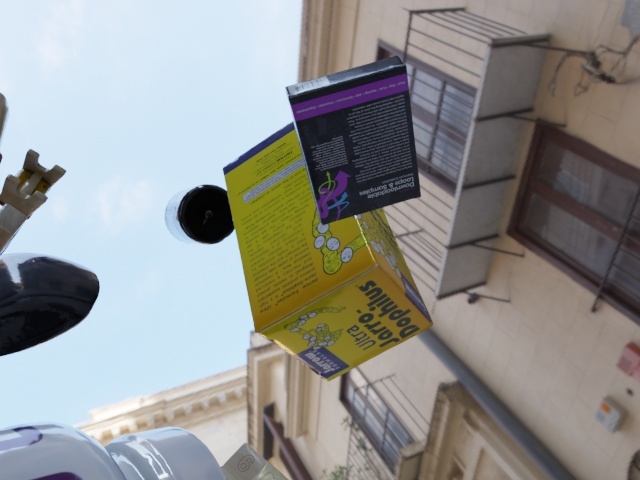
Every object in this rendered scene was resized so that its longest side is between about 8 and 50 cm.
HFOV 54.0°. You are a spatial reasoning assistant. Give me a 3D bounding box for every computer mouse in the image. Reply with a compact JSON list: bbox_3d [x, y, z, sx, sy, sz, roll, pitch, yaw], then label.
[{"bbox_3d":[-0.306,0.087,0.489,0.262,0.184,0.060,-18,-51,-13],"label":"computer mouse"}]

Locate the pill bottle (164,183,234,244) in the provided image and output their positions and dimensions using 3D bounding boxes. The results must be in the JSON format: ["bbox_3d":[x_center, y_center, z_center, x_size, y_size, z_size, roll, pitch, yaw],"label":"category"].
[{"bbox_3d":[-0.262,-0.053,1.331,0.123,0.219,0.122,0,-89,-24],"label":"pill bottle"}]

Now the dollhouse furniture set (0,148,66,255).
[{"bbox_3d":[-0.620,-0.027,1.053,0.201,0.374,0.152,35,-54,-21],"label":"dollhouse furniture set"}]

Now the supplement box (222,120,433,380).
[{"bbox_3d":[0.000,0.000,0.988,0.195,0.356,0.194,-31,-43,14],"label":"supplement box"}]

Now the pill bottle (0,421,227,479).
[{"bbox_3d":[-0.194,0.187,0.313,0.302,0.169,0.169,0,-60,-45],"label":"pill bottle"}]

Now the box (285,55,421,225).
[{"bbox_3d":[0.038,-0.097,0.645,0.116,0.029,0.162,-16,-51,-2],"label":"box"}]

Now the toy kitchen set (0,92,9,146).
[{"bbox_3d":[-0.284,-0.061,0.307,0.166,0.122,0.207,-1,-24,6],"label":"toy kitchen set"}]

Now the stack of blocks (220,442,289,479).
[{"bbox_3d":[-0.019,0.421,0.825,0.087,0.297,0.171,-42,-27,-29],"label":"stack of blocks"}]
